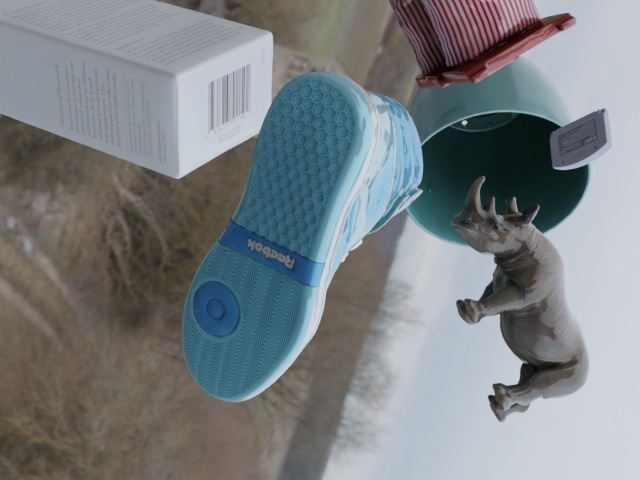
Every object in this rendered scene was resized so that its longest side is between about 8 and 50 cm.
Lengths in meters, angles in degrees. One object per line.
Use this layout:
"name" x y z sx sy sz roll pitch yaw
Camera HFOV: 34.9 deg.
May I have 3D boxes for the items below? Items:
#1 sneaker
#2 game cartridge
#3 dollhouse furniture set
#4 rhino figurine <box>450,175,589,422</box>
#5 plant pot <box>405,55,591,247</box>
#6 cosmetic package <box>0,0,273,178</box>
"sneaker" 0.000 0.000 0.957 0.208 0.127 0.319 -13 133 -63
"game cartridge" 0.309 -0.117 1.207 0.083 0.017 0.056 -26 -126 49
"dollhouse furniture set" 0.219 -0.323 0.973 0.374 0.201 0.152 -33 -167 -11
"rhino figurine" 0.184 0.052 0.960 0.073 0.106 0.243 -130 -160 -75
"plant pot" 0.269 -0.170 1.648 0.293 0.293 0.235 103 -9 -45
"cosmetic package" -0.319 -0.262 1.539 0.230 0.453 0.161 -36 139 -47
